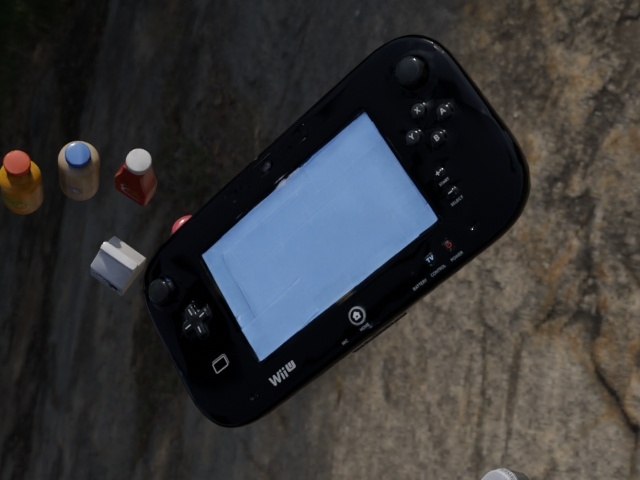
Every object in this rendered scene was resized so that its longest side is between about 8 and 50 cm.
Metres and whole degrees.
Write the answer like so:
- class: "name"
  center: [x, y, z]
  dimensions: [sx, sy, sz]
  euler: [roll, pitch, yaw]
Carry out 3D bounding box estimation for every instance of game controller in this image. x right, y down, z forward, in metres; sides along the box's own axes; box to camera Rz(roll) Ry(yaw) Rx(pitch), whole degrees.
- class: "game controller"
  center: [0.000, 0.000, 0.687]
  dimensions: [0.319, 0.067, 0.166]
  euler: [-40, 59, 22]

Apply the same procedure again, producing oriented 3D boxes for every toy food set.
- class: "toy food set"
  center: [-0.195, -0.024, 0.914]
  dimensions: [0.111, 0.232, 0.104]
  euler: [-54, 2, -20]

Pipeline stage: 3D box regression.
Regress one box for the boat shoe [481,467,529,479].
- class: "boat shoe"
  center: [0.153, 0.276, 0.903]
  dimensions: [0.142, 0.040, 0.049]
  euler: [-56, 47, 25]
